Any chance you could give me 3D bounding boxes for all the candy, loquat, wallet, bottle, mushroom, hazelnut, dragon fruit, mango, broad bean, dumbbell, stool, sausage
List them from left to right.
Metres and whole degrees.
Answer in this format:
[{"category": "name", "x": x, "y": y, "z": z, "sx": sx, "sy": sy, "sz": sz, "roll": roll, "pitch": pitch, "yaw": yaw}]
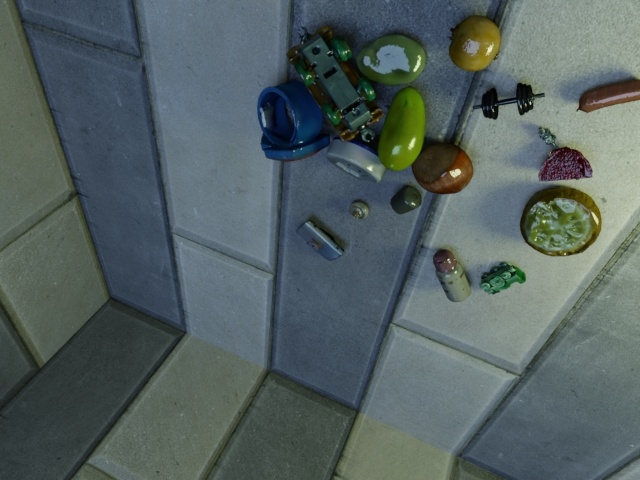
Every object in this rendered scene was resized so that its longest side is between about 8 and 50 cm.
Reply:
[{"category": "wallet", "x": 0.000, "y": 0.000, "z": 2.217, "sx": 0.231, "sy": 0.069, "sz": 0.170, "roll": 42, "pitch": 154, "yaw": -5}, {"category": "mushroom", "x": 0.157, "y": -0.119, "z": 2.008, "sx": 0.085, "sy": 0.079, "sz": 0.085, "roll": 20, "pitch": 141, "yaw": 18}, {"category": "broad bean", "x": 0.224, "y": -0.578, "z": 1.545, "sx": 0.227, "sy": 0.100, "sz": 0.169, "roll": -6, "pitch": 131, "yaw": 31}, {"category": "mango", "x": 0.282, "y": -0.372, "z": 1.625, "sx": 0.148, "sy": 0.185, "sz": 0.273, "roll": 14, "pitch": 97, "yaw": 8}, {"category": "stool", "x": 0.333, "y": -0.155, "z": 1.865, "sx": 0.096, "sy": 0.096, "sz": 0.110, "roll": 43, "pitch": 142, "yaw": -11}, {"category": "hazelnut", "x": 0.430, "y": -0.247, "z": 1.673, "sx": 0.214, "sy": 0.177, "sz": 0.214, "roll": 30, "pitch": 168, "yaw": 7}, {"category": "bottle", "x": 0.545, "y": 0.142, "z": 2.000, "sx": 0.109, "sy": 0.110, "sz": 0.233, "roll": -11, "pitch": 121, "yaw": 36}, {"category": "loquat", "x": 0.447, "y": -0.573, "z": 1.389, "sx": 0.163, "sy": 0.137, "sz": 0.163, "roll": 26, "pitch": 152, "yaw": 15}, {"category": "dumbbell", "x": 0.577, "y": -0.428, "z": 1.470, "sx": 0.208, "sy": 0.099, "sz": 0.099, "roll": -2, "pitch": 127, "yaw": 32}, {"category": "candy", "x": 0.826, "y": -0.062, "z": 1.647, "sx": 0.259, "sy": 0.118, "sz": 0.260, "roll": 15, "pitch": 131, "yaw": 17}, {"category": "dragon fruit", "x": 0.791, "y": -0.250, "z": 1.531, "sx": 0.162, "sy": 0.083, "sz": 0.107, "roll": 0, "pitch": 108, "yaw": 44}, {"category": "sausage", "x": 0.827, "y": -0.412, "z": 1.371, "sx": 0.169, "sy": 0.065, "sz": 0.065, "roll": -6, "pitch": 125, "yaw": 35}]

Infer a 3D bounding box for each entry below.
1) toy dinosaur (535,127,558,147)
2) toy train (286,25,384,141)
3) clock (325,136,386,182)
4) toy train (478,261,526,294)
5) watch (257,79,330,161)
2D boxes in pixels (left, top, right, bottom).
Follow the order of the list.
[{"category": "toy dinosaur", "x": 0.723, "y": -0.327, "z": 1.516, "sx": 0.083, "sy": 0.047, "sz": 0.030, "roll": 41, "pitch": 135, "yaw": -7}, {"category": "toy train", "x": 0.053, "y": -0.516, "z": 1.608, "sx": 0.178, "sy": 0.249, "sz": 0.430, "roll": -33, "pitch": 94, "yaw": 4}, {"category": "clock", "x": 0.133, "y": -0.296, "z": 1.774, "sx": 0.230, "sy": 0.083, "sz": 0.230, "roll": 28, "pitch": 178, "yaw": 1}, {"category": "toy train", "x": 0.733, "y": 0.159, "z": 1.937, "sx": 0.104, "sy": 0.071, "sz": 0.178, "roll": 32, "pitch": 137, "yaw": -15}, {"category": "watch", "x": -0.130, "y": -0.455, "z": 1.799, "sx": 0.305, "sy": 0.241, "sz": 0.275, "roll": 18, "pitch": 128, "yaw": 43}]
